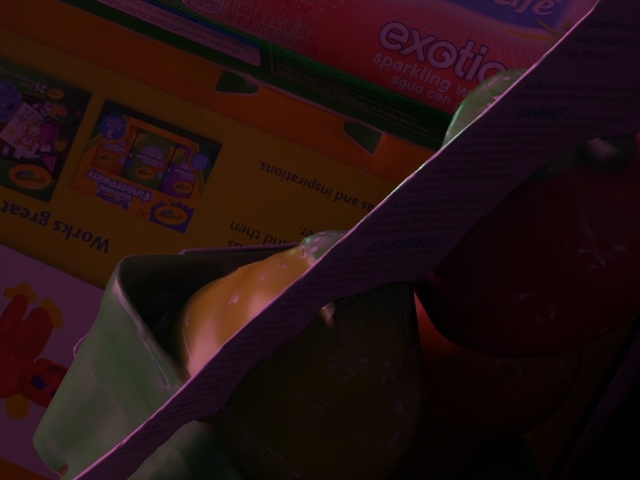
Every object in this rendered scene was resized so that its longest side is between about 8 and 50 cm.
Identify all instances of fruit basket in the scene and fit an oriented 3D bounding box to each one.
[{"bbox_3d":[0.052,0.015,0.721,0.353,0.165,0.327,-49,-22,25],"label":"fruit basket"}]

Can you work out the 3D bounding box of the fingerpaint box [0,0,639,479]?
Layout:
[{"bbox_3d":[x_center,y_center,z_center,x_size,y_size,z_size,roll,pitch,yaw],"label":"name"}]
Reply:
[{"bbox_3d":[-0.085,0.052,0.981,0.163,0.444,0.371,-97,30,-67],"label":"fingerpaint box"}]

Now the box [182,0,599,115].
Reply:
[{"bbox_3d":[0.085,-0.164,0.933,0.154,0.300,0.142,-89,23,-59],"label":"box"}]
